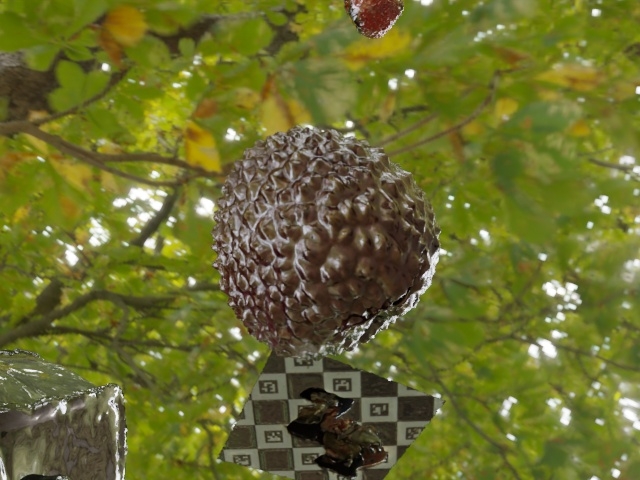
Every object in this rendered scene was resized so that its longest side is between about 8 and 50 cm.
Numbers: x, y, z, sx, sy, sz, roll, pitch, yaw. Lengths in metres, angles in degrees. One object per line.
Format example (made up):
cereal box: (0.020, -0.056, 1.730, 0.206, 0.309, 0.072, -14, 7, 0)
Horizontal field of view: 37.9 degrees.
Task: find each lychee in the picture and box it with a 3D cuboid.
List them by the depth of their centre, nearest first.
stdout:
lychee: (0.000, 0.000, 0.722, 0.188, 0.188, 0.188, -12, -69, -33)

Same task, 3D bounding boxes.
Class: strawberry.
strawberry: (0.092, -0.397, 1.592, 0.106, 0.106, 0.106, -12, -69, -33)

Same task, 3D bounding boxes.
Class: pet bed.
pet bed: (-0.259, 0.195, 0.765, 0.183, 0.159, 0.211, -67, -18, 3)

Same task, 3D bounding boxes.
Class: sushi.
sushi: (0.008, 0.283, 1.515, 0.292, 0.059, 0.294, 20, -55, -15)

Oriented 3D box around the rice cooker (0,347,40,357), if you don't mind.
rice cooker: (-0.469, 0.250, 1.429, 0.106, 0.112, 0.165, -49, -35, -57)
